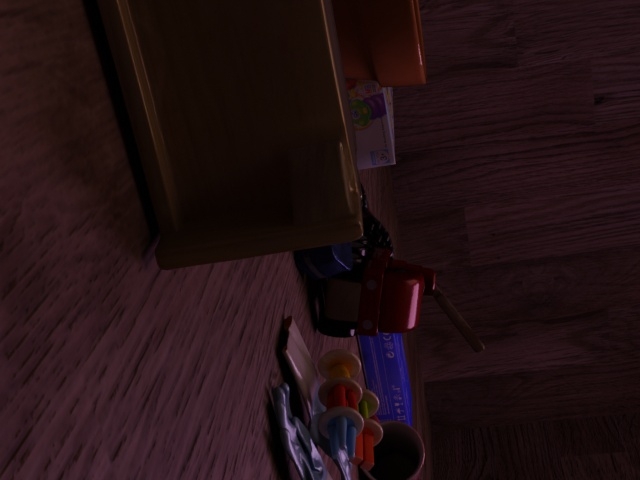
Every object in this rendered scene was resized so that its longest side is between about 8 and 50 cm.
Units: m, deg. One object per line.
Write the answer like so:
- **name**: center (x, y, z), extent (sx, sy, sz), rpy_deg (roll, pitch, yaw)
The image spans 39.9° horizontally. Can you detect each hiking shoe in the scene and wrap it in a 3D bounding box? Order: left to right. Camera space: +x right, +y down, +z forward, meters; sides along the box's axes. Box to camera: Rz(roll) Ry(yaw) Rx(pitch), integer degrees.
- **hiking shoe**: center (0.070, 0.000, 1.509), extent (0.114, 0.086, 0.226), rpy_deg (84, -10, -67)

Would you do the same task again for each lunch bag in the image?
- **lunch bag**: center (0.000, 0.000, 1.199), extent (0.067, 0.065, 0.098), rpy_deg (45, 36, -49)

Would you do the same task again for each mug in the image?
- **mug**: center (0.131, 0.383, 1.575), extent (0.169, 0.113, 0.150), rpy_deg (74, 14, -60)

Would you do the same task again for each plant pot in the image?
- **plant pot**: center (0.017, -0.329, 1.122), extent (0.291, 0.204, 0.290), rpy_deg (-7, 90, -80)

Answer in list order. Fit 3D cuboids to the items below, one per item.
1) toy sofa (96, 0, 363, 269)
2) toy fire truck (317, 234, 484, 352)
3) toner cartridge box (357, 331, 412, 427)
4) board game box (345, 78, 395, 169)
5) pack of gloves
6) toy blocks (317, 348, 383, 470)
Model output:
- **toy sofa**: center (-0.071, -0.176, 0.613), extent (0.177, 0.150, 0.362), rpy_deg (-90, 170, -65)
- **toy fire truck**: center (0.129, 0.093, 1.315), extent (0.217, 0.247, 0.158), rpy_deg (-55, 151, -77)
- **toner cartridge box**: center (0.128, 0.226, 1.789), extent (0.165, 0.075, 0.347), rpy_deg (-81, 162, -65)
- **board game box**: center (0.036, -0.226, 1.359), extent (0.275, 0.142, 0.144), rpy_deg (-83, 163, -59)
- **pack of gloves**: center (-0.018, 0.233, 1.011), extent (0.195, 0.046, 0.232), rpy_deg (-80, 150, -65)
- **toy blocks**: center (0.036, 0.219, 1.035), extent (0.148, 0.054, 0.123), rpy_deg (-90, 159, -57)
